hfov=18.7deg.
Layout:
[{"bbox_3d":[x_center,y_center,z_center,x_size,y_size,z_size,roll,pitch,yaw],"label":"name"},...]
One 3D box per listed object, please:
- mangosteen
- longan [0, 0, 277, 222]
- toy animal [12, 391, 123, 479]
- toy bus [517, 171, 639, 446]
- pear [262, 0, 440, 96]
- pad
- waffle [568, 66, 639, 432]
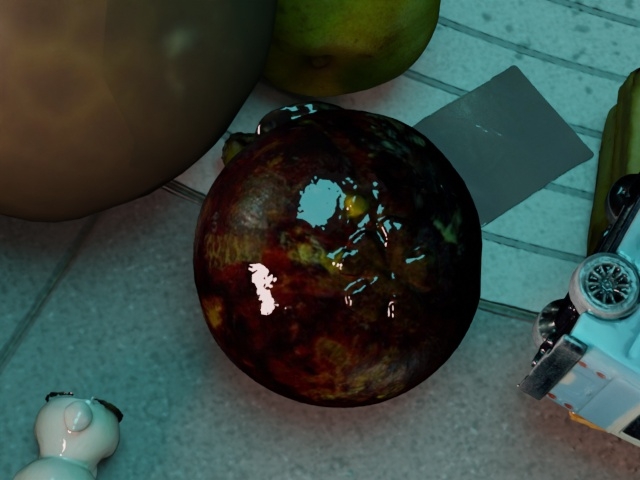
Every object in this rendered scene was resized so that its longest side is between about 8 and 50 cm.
[{"bbox_3d":[0.000,0.000,1.522,0.231,0.231,0.289,-15,24,-16],"label":"mangosteen"},{"bbox_3d":[-0.220,-0.209,1.475,0.404,0.404,0.336,34,40,10],"label":"longan"},{"bbox_3d":[-0.190,0.177,1.449,0.071,0.085,0.124,24,65,-15],"label":"toy animal"},{"bbox_3d":[0.283,0.022,1.470,0.165,0.133,0.271,31,68,3],"label":"toy bus"},{"bbox_3d":[0.010,-0.215,1.627,0.200,0.200,0.200,4,61,-7],"label":"pear"},{"bbox_3d":[0.133,-0.072,1.672,0.188,0.006,0.113,-31,70,-23],"label":"pad"},{"bbox_3d":[0.326,0.025,1.601,0.224,0.098,0.327,12,63,-1],"label":"waffle"}]
